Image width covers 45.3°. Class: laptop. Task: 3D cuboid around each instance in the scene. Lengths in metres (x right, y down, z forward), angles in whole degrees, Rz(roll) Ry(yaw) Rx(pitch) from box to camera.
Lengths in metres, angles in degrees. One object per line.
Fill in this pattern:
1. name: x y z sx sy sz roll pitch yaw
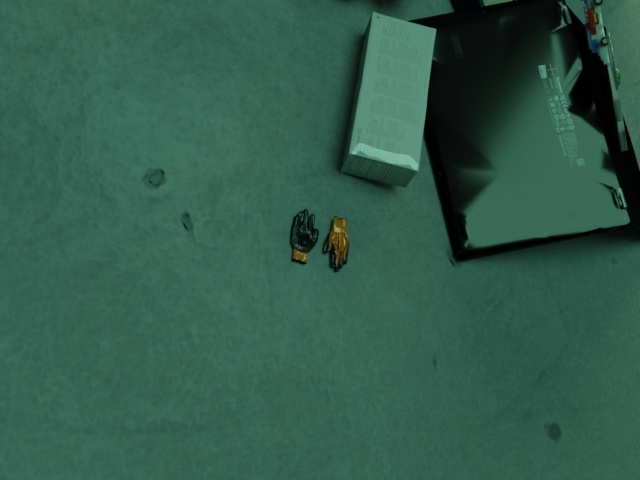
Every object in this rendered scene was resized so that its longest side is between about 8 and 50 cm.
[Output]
1. laptop: 0.355 -0.167 1.246 0.407 0.236 0.382 -11 77 -3

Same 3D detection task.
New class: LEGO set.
1. LEGO set: 0.436 -0.284 1.203 0.182 0.060 0.244 57 32 -46

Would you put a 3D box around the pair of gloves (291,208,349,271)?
1. pair of gloves: 0.000 0.000 0.991 0.083 0.010 0.074 12 69 -23

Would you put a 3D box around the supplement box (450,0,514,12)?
1. supplement box: 0.261 -0.402 1.249 0.083 0.056 0.083 -15 81 -32

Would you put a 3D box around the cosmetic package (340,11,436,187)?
1. cosmetic package: 0.096 -0.199 1.074 0.098 0.060 0.239 15 66 -9
